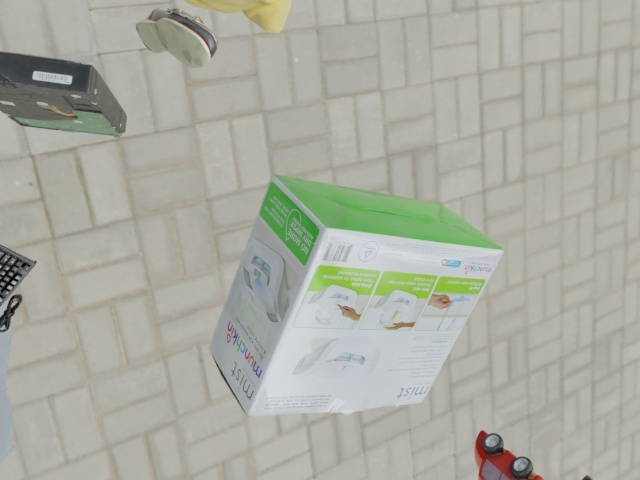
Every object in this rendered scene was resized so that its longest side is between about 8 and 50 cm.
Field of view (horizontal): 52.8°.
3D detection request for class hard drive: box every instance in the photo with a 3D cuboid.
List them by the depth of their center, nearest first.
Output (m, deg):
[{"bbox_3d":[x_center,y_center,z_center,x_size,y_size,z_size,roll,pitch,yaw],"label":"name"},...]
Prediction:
[{"bbox_3d":[-0.537,-0.287,1.292,0.236,0.339,0.064,6,84,-5],"label":"hard drive"}]

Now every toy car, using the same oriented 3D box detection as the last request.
[{"bbox_3d":[0.216,0.250,0.549,0.053,0.239,0.225,-40,152,-11],"label":"toy car"}]

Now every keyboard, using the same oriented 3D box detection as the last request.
[{"bbox_3d":[-0.481,0.091,0.922,0.180,0.023,0.108,-49,133,4],"label":"keyboard"}]

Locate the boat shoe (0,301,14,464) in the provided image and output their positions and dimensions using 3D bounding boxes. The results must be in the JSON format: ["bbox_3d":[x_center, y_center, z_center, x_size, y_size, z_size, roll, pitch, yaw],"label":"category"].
[{"bbox_3d":[-0.605,0.217,1.058,0.156,0.136,0.367,13,118,6],"label":"boat shoe"}]

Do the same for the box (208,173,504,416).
[{"bbox_3d":[0.041,0.070,0.736,0.261,0.127,0.231,5,117,-36],"label":"box"}]

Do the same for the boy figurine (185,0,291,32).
[{"bbox_3d":[-0.104,-0.337,0.788,0.285,0.177,0.092,4,80,-63],"label":"boy figurine"}]

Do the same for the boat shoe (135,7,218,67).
[{"bbox_3d":[-0.132,-0.200,0.620,0.043,0.137,0.049,-36,127,-21],"label":"boat shoe"}]
